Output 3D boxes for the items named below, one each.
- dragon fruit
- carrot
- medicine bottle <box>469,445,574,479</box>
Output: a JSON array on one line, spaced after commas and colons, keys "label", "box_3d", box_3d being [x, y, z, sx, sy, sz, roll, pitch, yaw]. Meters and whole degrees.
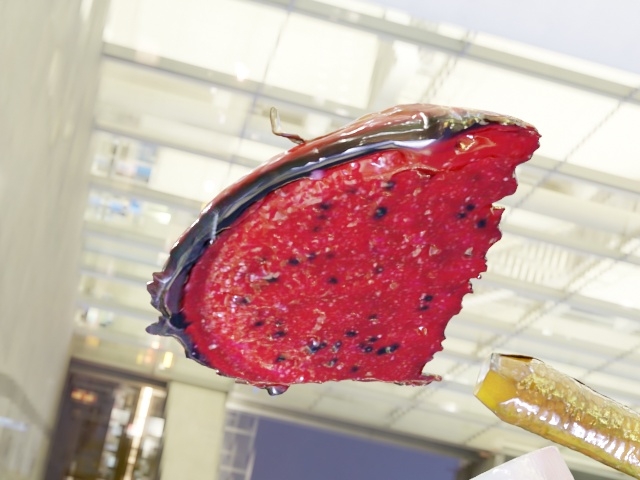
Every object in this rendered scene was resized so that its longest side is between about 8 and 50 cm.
[{"label": "dragon fruit", "box_3d": [0.000, 0.000, 0.976, 0.343, 0.282, 0.100, 111, -31, -47]}, {"label": "carrot", "box_3d": [0.269, 0.180, 1.173, 0.070, 0.260, 0.070, -64, -179, 1]}, {"label": "medicine bottle", "box_3d": [0.332, 0.505, 1.748, 0.388, 0.219, 0.219, 64, -23, 18]}]
